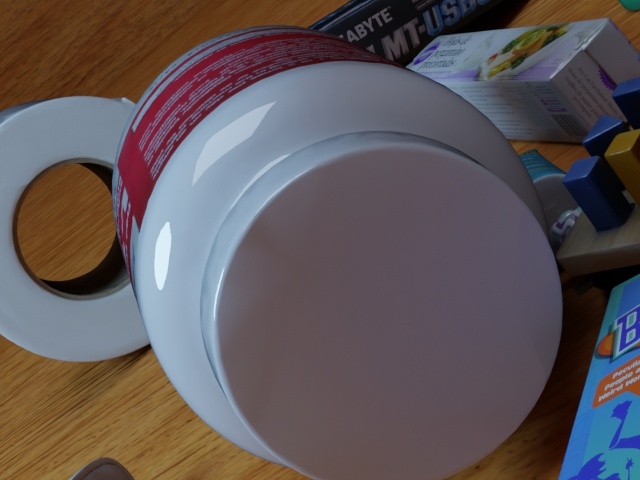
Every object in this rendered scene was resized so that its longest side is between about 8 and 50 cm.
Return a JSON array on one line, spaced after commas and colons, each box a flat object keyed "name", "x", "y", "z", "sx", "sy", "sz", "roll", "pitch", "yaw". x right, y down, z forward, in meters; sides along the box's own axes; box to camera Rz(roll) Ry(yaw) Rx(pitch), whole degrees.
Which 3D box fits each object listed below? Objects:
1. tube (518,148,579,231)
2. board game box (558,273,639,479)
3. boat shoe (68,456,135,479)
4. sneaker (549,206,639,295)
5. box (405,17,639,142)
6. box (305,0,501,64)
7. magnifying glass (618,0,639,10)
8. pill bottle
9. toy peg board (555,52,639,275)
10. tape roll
[{"name": "tube", "x": 0.130, "y": -0.030, "z": 1.130, "sx": 0.080, "sy": 0.052, "sz": 0.207, "roll": -21, "pitch": 11, "yaw": -3}, {"name": "board game box", "x": 0.182, "y": 0.061, "z": 0.733, "sx": 0.160, "sy": 0.047, "sz": 0.210, "roll": -33, "pitch": 17, "yaw": 34}, {"name": "boat shoe", "x": -0.178, "y": 0.226, "z": 1.149, "sx": 0.065, "sy": 0.075, "sz": 0.206, "roll": -30, "pitch": 24, "yaw": 31}, {"name": "sneaker", "x": 0.153, "y": 0.010, "z": 0.967, "sx": 0.098, "sy": 0.038, "sz": 0.069, "roll": -26, "pitch": 21, "yaw": 48}, {"name": "box", "x": 0.144, "y": -0.118, "z": 1.290, "sx": 0.063, "sy": 0.067, "sz": 0.324, "roll": -44, "pitch": 14, "yaw": -9}, {"name": "box", "x": 0.032, "y": -0.189, "z": 1.648, "sx": 0.295, "sy": 0.073, "sz": 0.293, "roll": -35, "pitch": 8, "yaw": -28}, {"name": "magnifying glass", "x": 0.254, "y": -0.226, "z": 1.396, "sx": 0.092, "sy": 0.026, "sz": 0.231, "roll": -44, "pitch": 17, "yaw": -2}, {"name": "pill bottle", "x": 0.000, "y": 0.000, "z": 1.014, "sx": 0.229, "sy": 0.229, "sz": 0.408, "roll": -43, "pitch": 15, "yaw": 0}, {"name": "toy peg board", "x": 0.202, "y": -0.073, "z": 0.904, "sx": 0.160, "sy": 0.079, "sz": 0.161, "roll": -13, "pitch": 32, "yaw": 47}, {"name": "tape roll", "x": -0.236, "y": -0.015, "z": 1.635, "sx": 0.246, "sy": 0.246, "sz": 0.169, "roll": -46, "pitch": 15, "yaw": -11}]
